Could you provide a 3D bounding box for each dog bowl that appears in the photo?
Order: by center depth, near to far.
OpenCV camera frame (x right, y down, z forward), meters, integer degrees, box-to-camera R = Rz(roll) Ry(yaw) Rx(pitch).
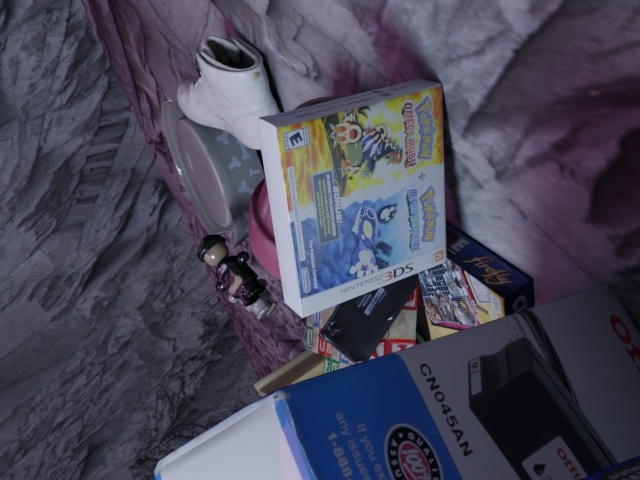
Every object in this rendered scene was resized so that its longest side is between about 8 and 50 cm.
[{"bbox_3d":[-0.221,-0.155,1.462,0.348,0.102,0.348,51,156,34],"label":"dog bowl"}]

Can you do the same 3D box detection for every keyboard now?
[{"bbox_3d":[0.064,0.074,0.940,0.108,0.180,0.023,36,-170,22],"label":"keyboard"}]

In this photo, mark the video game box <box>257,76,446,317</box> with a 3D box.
[{"bbox_3d":[0.042,-0.044,0.693,0.048,0.187,0.205,33,137,52],"label":"video game box"}]

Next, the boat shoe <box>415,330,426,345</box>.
[{"bbox_3d":[0.143,0.193,1.125,0.056,0.049,0.152,53,163,22],"label":"boat shoe"}]

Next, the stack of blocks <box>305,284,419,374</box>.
[{"bbox_3d":[0.055,0.148,1.103,0.297,0.087,0.171,169,106,-74],"label":"stack of blocks"}]

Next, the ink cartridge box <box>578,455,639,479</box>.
[{"bbox_3d":[0.263,0.210,0.270,0.151,0.270,0.395,173,88,-71],"label":"ink cartridge box"}]

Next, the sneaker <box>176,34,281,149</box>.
[{"bbox_3d":[-0.169,-0.277,1.157,0.293,0.108,0.169,30,146,42],"label":"sneaker"}]

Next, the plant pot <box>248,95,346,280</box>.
[{"bbox_3d":[0.015,-0.065,0.831,0.201,0.201,0.180,49,146,33],"label":"plant pot"}]

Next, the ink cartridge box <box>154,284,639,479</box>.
[{"bbox_3d":[0.130,0.211,0.481,0.166,0.395,0.285,-40,67,41],"label":"ink cartridge box"}]

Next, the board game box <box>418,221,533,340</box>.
[{"bbox_3d":[0.191,0.103,0.836,0.165,0.042,0.243,42,156,47],"label":"board game box"}]

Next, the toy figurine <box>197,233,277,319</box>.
[{"bbox_3d":[-0.108,0.026,1.284,0.148,0.213,0.209,45,172,17],"label":"toy figurine"}]

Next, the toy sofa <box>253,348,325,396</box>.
[{"bbox_3d":[0.025,0.391,1.314,0.362,0.150,0.177,61,162,-8],"label":"toy sofa"}]
